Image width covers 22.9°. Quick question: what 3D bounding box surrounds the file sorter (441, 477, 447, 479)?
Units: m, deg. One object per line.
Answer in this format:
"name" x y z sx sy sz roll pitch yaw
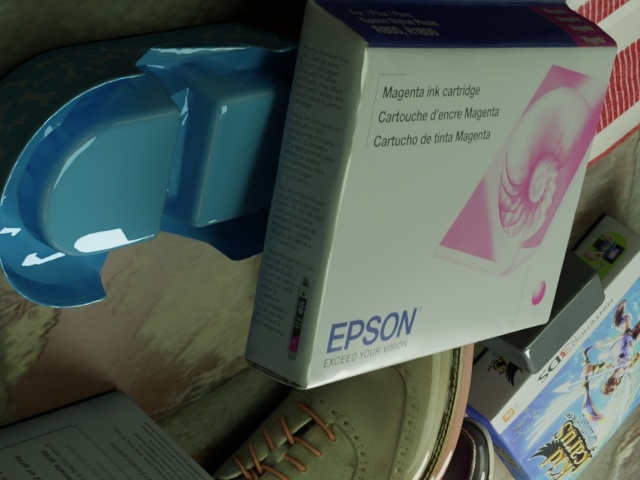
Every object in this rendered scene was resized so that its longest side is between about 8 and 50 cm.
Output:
"file sorter" 0.107 0.351 1.426 0.182 0.291 0.202 29 98 -14

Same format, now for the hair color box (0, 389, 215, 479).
"hair color box" -0.237 0.242 1.059 0.374 0.185 0.114 -15 132 -42

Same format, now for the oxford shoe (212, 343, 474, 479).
"oxford shoe" -0.001 0.193 1.341 0.146 0.140 0.397 10 111 -46

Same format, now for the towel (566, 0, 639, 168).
"towel" 0.261 -0.200 1.386 0.237 0.037 0.329 -36 142 -22

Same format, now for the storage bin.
"storage bin" 0.198 0.053 1.487 0.135 0.091 0.098 -46 145 -12

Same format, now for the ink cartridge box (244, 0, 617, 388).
"ink cartridge box" 0.097 -0.076 1.145 0.324 0.071 0.330 -10 117 -50

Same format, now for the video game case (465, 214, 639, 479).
"video game case" 0.273 0.135 1.674 0.244 0.061 0.269 -47 146 -7

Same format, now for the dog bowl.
"dog bowl" -0.106 -0.060 1.046 0.297 0.074 0.166 -16 131 -41

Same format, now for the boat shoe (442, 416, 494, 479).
"boat shoe" 0.109 0.269 1.588 0.065 0.075 0.206 -9 131 -50
